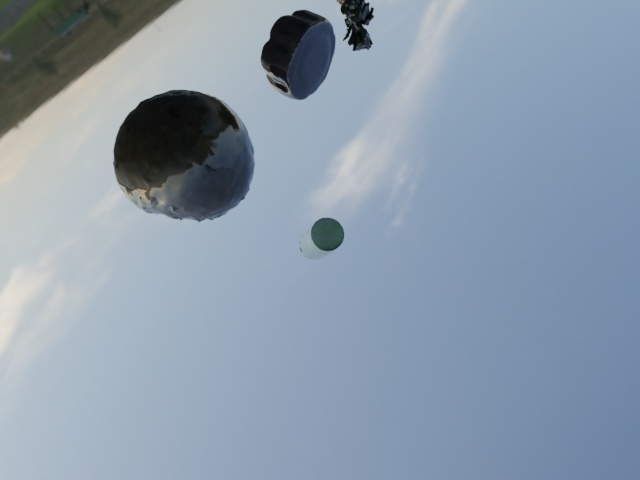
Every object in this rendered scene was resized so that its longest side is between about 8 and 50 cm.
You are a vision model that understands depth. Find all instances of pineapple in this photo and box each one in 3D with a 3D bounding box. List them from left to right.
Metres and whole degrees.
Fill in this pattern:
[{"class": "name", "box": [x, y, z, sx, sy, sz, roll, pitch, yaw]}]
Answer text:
[{"class": "pineapple", "box": [0.062, -0.430, 1.481, 0.074, 0.160, 0.074, -10, 178, 0]}]

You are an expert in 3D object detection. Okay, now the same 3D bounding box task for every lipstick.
[{"class": "lipstick", "box": [0.000, 0.000, 1.749, 0.076, 0.076, 0.304, -45, -178, -7]}]

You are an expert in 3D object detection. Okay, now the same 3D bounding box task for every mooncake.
[{"class": "mooncake", "box": [-0.059, -0.518, 2.231, 0.133, 0.245, 0.245, 30, -111, 26]}]

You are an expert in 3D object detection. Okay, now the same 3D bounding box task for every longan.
[{"class": "longan", "box": [-0.372, -0.224, 2.197, 0.391, 0.391, 0.391, -34, -155, 18]}]
